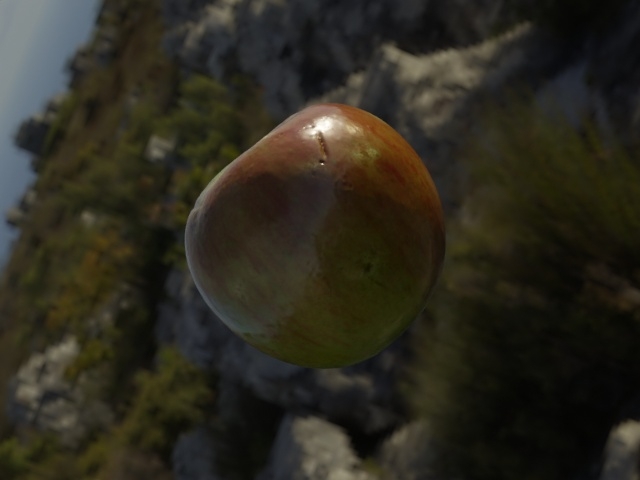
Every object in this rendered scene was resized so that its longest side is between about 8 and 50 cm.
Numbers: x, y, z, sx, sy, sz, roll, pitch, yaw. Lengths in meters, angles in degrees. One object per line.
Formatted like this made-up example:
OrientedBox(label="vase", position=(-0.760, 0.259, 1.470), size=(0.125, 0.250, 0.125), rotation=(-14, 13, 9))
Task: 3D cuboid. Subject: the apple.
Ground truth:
OrientedBox(label="apple", position=(0.000, 0.000, 1.362), size=(0.196, 0.196, 0.196), rotation=(-158, 90, -78))
